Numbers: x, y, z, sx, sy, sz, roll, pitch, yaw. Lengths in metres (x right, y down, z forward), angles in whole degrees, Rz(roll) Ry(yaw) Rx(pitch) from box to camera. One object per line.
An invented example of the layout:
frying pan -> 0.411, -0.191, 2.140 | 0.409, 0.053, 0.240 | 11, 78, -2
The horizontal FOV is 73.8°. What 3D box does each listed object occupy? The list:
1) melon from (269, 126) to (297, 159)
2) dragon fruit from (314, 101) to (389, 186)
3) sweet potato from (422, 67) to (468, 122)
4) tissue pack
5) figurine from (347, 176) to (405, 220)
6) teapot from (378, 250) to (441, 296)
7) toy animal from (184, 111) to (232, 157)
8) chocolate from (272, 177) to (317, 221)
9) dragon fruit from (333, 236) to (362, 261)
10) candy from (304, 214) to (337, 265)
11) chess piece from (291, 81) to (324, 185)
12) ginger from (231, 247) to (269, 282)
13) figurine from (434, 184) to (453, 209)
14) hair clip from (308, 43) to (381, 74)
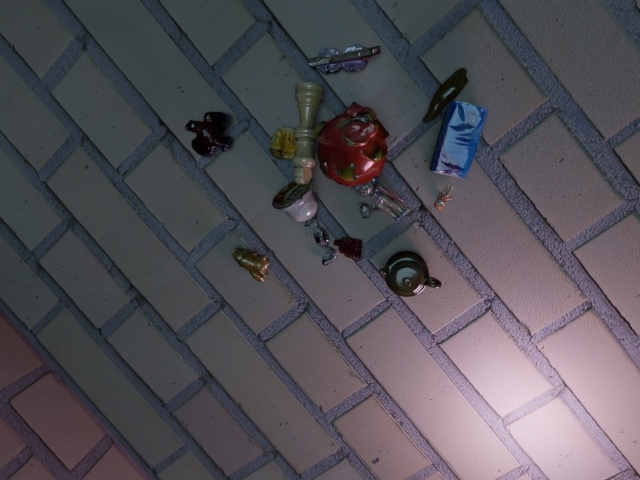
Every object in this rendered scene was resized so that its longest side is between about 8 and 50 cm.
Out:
melon -> -0.139, -0.405, 1.790 | 0.160, 0.079, 0.128 | 2, 83, -12
dragon fruit -> 0.114, -0.378, 1.629 | 0.305, 0.226, 0.306 | -3, 72, 11
sweet potato -> 0.483, -0.560, 1.648 | 0.077, 0.077, 0.244 | 40, 103, 0
tissue pack -> 0.519, -0.376, 1.617 | 0.146, 0.198, 0.264 | 15, 104, 8
figurine -> 0.230, -0.174, 1.773 | 0.260, 0.103, 0.205 | 39, 139, -1
teapot -> 0.371, 0.152, 1.770 | 0.267, 0.175, 0.186 | 14, 106, 6
toy animal -> -0.468, -0.447, 1.785 | 0.116, 0.179, 0.218 | 45, 108, 26
chocolate -> -0.093, -0.154, 1.798 | 0.221, 0.221, 0.147 | -18, 123, 13
dragon fruit -> 0.119, 0.043, 1.860 | 0.131, 0.063, 0.097 | 10, 71, 8
candy -> 0.000, 0.000, 1.863 | 0.094, 0.051, 0.226 | -20, 98, 16
chess piece -> -0.056, -0.420, 1.711 | 0.117, 0.117, 0.397 | 4, 91, 9
ginger -> -0.309, 0.097, 1.921 | 0.205, 0.081, 0.115 | 44, 137, -10
figurine -> 0.506, -0.176, 1.743 | 0.064, 0.047, 0.109 | 32, 96, 9
hair clip -> 0.094, -0.718, 1.684 | 0.292, 0.084, 0.106 | -3, 106, 15
